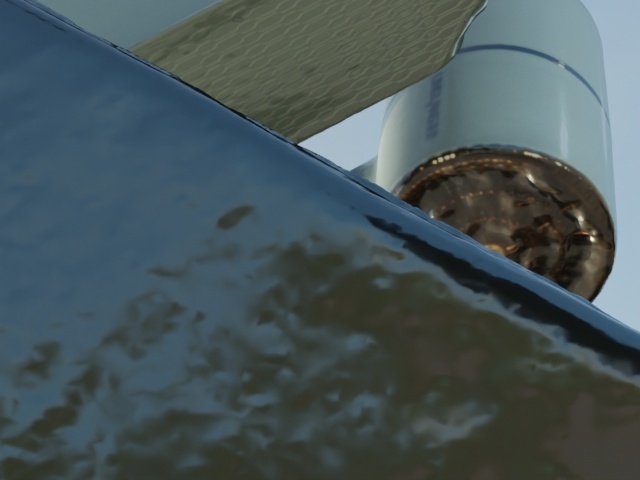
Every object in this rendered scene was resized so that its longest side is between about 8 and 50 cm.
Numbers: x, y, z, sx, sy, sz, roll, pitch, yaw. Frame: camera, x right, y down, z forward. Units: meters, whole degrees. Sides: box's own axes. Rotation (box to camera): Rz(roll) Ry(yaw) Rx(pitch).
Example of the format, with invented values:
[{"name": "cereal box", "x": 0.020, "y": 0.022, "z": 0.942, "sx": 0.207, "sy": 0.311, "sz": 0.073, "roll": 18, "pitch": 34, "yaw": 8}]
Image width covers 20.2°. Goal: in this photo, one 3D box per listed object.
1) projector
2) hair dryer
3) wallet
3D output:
[{"name": "projector", "x": -0.079, "y": -0.123, "z": 0.816, "sx": 0.250, "sy": 0.198, "sz": 0.108, "roll": -29, "pitch": -38, "yaw": -6}, {"name": "hair dryer", "x": 0.000, "y": 0.000, "z": 1.026, "sx": 0.362, "sy": 0.203, "sz": 0.128, "roll": -28, "pitch": -61, "yaw": 24}, {"name": "wallet", "x": -0.048, "y": 0.021, "z": 0.401, "sx": 0.146, "sy": 0.285, "sz": 0.030, "roll": -52, "pitch": -18, "yaw": -33}]
